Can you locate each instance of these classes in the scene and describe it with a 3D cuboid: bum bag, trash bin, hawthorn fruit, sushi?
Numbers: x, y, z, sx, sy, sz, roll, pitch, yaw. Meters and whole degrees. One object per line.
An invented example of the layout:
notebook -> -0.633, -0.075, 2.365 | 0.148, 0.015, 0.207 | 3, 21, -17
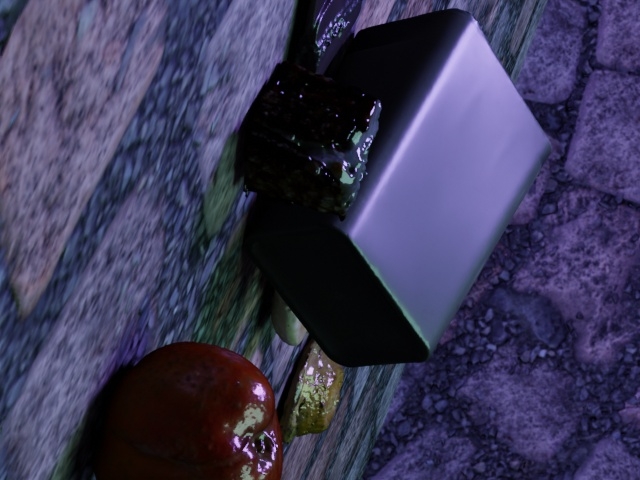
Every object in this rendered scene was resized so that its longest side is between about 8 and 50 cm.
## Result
bum bag -> 0.015, -0.192, 1.234 | 0.159, 0.026, 0.109 | 102, 13, -45
trash bin -> 0.063, -0.037, 1.393 | 0.164, 0.122, 0.240 | 52, 50, -30
hawthorn fruit -> -0.079, 0.121, 1.096 | 0.128, 0.128, 0.128 | 21, 90, -82
sushi -> -0.005, -0.069, 1.209 | 0.098, 0.084, 0.094 | 101, 11, -63

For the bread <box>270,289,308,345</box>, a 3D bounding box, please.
bread -> 0.000, 0.000, 1.553 | 0.251, 0.039, 0.181 | -34, 144, -76

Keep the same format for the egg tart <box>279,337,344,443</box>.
egg tart -> -0.006, 0.158, 1.863 | 0.129, 0.049, 0.128 | 19, 90, -81
